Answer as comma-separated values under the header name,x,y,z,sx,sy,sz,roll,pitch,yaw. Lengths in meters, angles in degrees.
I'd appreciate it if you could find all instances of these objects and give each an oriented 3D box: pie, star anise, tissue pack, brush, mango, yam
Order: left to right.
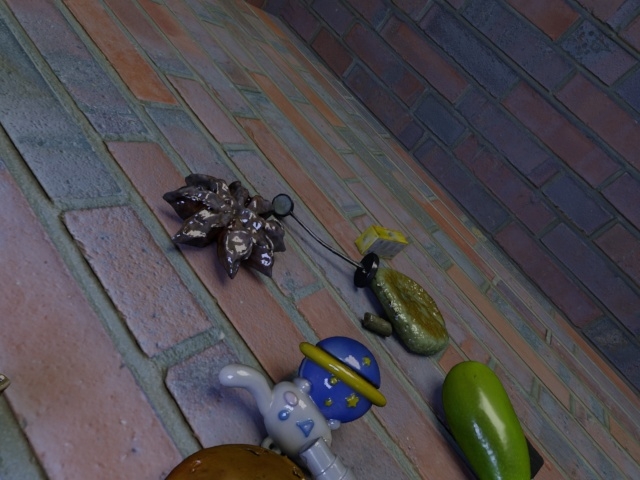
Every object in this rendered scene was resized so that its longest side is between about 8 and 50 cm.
name,x,y,z,sx,sy,sz,roll,pitch,yaw
star anise,-0.209,-0.047,0.979,0.331,0.117,0.332,33,33,-25
mango,-0.107,0.367,0.557,0.248,0.151,0.156,27,64,-37
yam,0.158,0.232,1.129,0.094,0.043,0.043,28,33,-22
tissue pack,0.215,0.008,1.435,0.176,0.095,0.062,9,43,-44
pie,0.279,0.210,1.282,0.323,0.070,0.323,34,28,-21
mango,0.408,0.464,1.013,0.192,0.156,0.343,21,38,-29
brush,0.519,0.549,1.133,0.123,0.059,0.197,4,47,-50

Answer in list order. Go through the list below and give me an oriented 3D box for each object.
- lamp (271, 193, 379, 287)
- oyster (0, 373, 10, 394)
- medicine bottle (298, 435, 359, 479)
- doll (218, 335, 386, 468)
name,x,y,z,sx,sy,sz,roll,pitch,yaw
lamp,0.008,0.000,1.239,0.371,0.130,0.108,31,6,6
oyster,-0.457,0.214,0.336,0.166,0.110,0.341,70,25,-19
medicine bottle,0.082,0.467,0.628,0.352,0.110,0.110,56,31,9
doll,-0.027,0.268,0.752,0.311,0.243,0.159,35,-3,-12
